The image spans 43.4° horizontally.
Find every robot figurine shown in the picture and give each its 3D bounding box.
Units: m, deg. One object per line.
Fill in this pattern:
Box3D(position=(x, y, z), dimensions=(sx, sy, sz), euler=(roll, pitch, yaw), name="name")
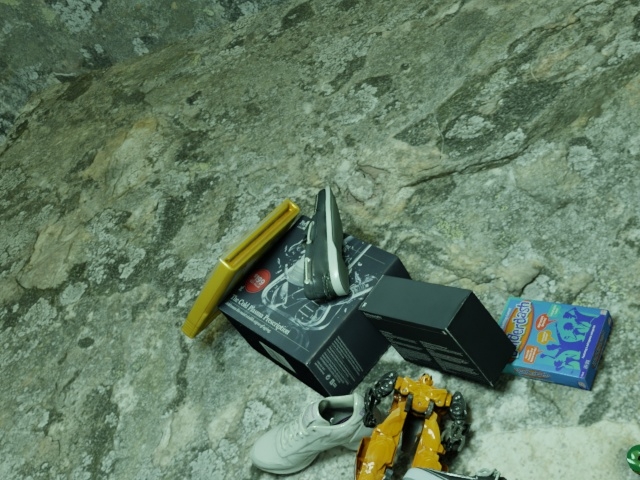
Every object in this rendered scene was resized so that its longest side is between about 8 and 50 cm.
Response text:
Box3D(position=(0.164, 0.388, 1.529), dimensions=(0.211, 0.085, 0.291), euler=(18, 56, 8), name="robot figurine")

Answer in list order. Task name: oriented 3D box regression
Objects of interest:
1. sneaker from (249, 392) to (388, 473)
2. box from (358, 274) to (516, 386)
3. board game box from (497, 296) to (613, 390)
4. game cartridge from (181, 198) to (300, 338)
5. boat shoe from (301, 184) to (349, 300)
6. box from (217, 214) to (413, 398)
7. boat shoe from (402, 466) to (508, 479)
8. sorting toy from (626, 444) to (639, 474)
Box3D(position=(-0.022, 0.379, 1.644), dimensions=(0.305, 0.152, 0.114), euler=(-23, 43, 16), name="sneaker")
Box3D(position=(0.229, 0.174, 1.608), dimensions=(0.261, 0.184, 0.103), euler=(8, 57, 54), name="box")
Box3D(position=(0.447, 0.198, 1.586), dimensions=(0.210, 0.047, 0.160), euler=(5, 54, 39), name="board game box")
Box3D(position=(-0.193, 0.075, 1.925), dimensions=(0.052, 0.324, 0.285), euler=(39, 46, 6), name="game cartridge")
Box3D(position=(0.000, 0.000, 1.756), dimensions=(0.091, 0.114, 0.302), euler=(-15, 42, 12), name="boat shoe")
Box3D(position=(-0.001, 0.147, 1.838), dimensions=(0.312, 0.179, 0.343), euler=(-48, 42, -17), name="box")
Box3D(position=(0.294, 0.447, 1.372), dimensions=(0.306, 0.113, 0.105), euler=(17, 52, 28), name="boat shoe")
Box3D(position=(0.621, 0.405, 1.253), dimensions=(0.132, 0.046, 0.274), euler=(-40, 48, 1), name="sorting toy")
